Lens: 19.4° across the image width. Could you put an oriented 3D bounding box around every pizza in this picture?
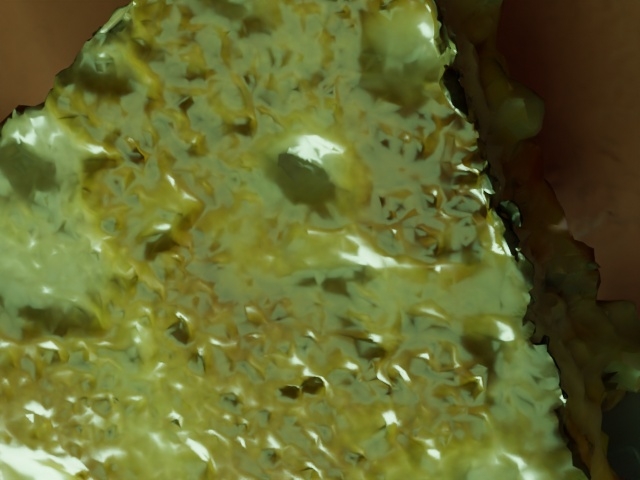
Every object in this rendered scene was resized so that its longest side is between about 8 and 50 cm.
[{"bbox_3d":[0.000,0.000,0.767,0.440,0.130,0.406,20,114,9],"label":"pizza"}]

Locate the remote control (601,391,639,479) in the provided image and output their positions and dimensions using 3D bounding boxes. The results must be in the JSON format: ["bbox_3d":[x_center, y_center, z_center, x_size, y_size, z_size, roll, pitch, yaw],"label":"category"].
[{"bbox_3d":[0.147,0.115,0.825,0.313,0.055,0.109,-17,106,30],"label":"remote control"}]
